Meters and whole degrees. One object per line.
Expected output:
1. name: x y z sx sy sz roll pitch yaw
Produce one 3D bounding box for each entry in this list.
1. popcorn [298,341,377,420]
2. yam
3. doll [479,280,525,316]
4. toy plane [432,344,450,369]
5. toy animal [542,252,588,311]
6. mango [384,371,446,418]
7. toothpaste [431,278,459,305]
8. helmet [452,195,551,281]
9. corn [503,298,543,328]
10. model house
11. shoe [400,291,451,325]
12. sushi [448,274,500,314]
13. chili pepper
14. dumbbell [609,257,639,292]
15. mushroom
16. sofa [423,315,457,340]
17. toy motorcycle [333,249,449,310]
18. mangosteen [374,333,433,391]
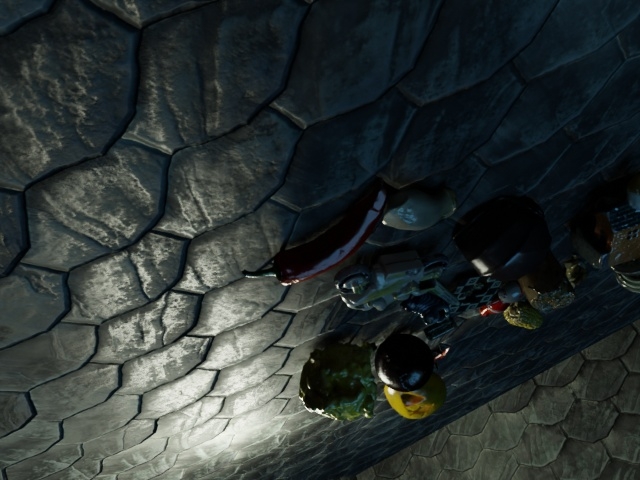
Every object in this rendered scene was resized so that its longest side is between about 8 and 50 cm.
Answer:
1. popcorn: 0.066 0.457 1.782 0.237 0.293 0.293 30 122 -31
2. yam: 0.643 0.091 1.626 0.128 0.238 0.129 -21 142 8
3. doll: 0.659 0.201 1.945 0.142 0.076 0.245 -10 150 -22
4. toy plane: 0.485 0.472 2.250 0.130 0.061 0.189 -7 141 -23
5. toy animal: 0.905 0.164 2.048 0.157 0.097 0.312 -13 147 -40
6. mango: 0.398 0.647 2.362 0.253 0.182 0.365 -33 137 18
7. toothpaste: 0.378 0.160 1.709 0.048 0.029 0.197 -36 130 24
8. helmet: 0.518 0.015 1.481 0.305 0.177 0.225 5 136 -36
9. corn: 0.802 0.294 2.161 0.106 0.106 0.293 -38 149 22
10. model house: 0.885 -0.100 1.584 0.271 0.190 0.301 -19 133 0
11. shoe: 0.338 0.212 1.724 0.207 0.106 0.091 16 130 -39
12. sushi: 0.501 0.160 1.809 0.193 0.040 0.210 -12 142 -15
13. chili pepper: 0.007 0.001 1.232 0.368 0.092 0.137 -35 128 6
14. dumbbell: 1.120 0.071 1.949 0.179 0.179 0.406 -36 146 20
15. mushroom: 0.223 -0.074 1.235 0.212 0.088 0.097 -10 115 -34
16. sofa: 0.443 0.326 2.022 0.118 0.039 0.060 -30 147 10
17. toy motorcycle: 0.179 0.116 1.474 0.341 0.108 0.223 -8 145 -21
18. mangosteen: 0.311 0.432 1.957 0.211 0.211 0.250 -38 157 23
